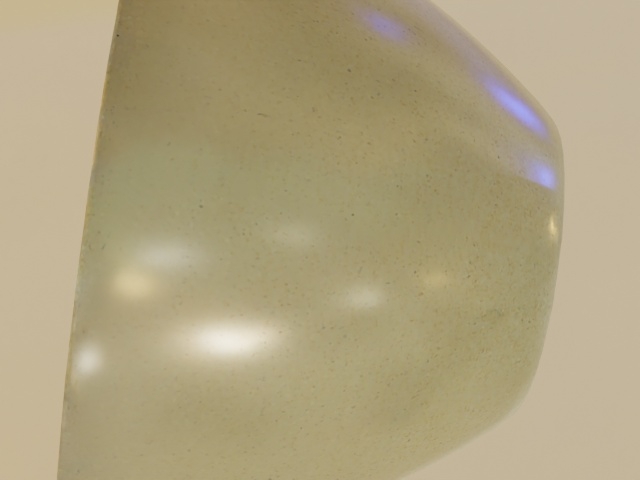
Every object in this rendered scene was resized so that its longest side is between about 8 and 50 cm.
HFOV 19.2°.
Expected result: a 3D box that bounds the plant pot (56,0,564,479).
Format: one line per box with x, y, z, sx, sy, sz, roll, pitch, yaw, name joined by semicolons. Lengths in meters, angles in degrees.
0.000;0.000;0.828;0.191;0.284;0.284;8;-132;-3;plant pot
